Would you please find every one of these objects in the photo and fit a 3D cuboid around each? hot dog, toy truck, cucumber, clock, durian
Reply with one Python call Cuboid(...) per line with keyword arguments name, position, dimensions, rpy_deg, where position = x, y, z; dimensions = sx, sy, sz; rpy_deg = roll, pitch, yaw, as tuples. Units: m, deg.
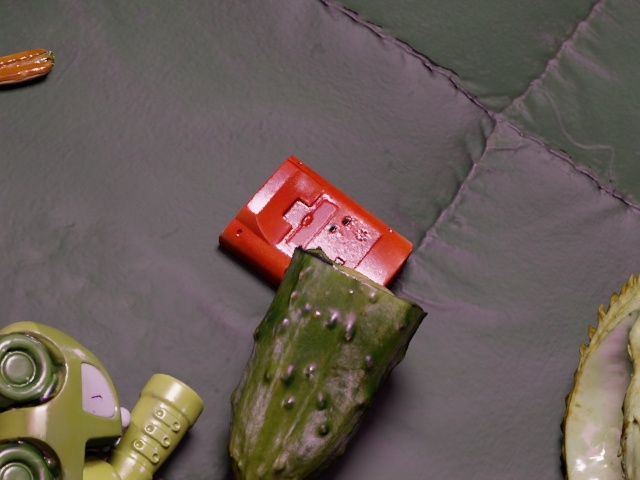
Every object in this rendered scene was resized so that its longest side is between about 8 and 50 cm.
Cuboid(name="hot dog", position=(-0.297, -0.165, 1.520), dimensions=(0.083, 0.021, 0.037), rpy_deg=(-12, 46, -11))
Cuboid(name="toy truck", position=(-0.214, 0.178, 1.306), dimensions=(0.211, 0.148, 0.187), rpy_deg=(24, 63, -20))
Cuboid(name="cucumber", position=(-0.013, 0.132, 1.355), dimensions=(0.134, 0.134, 0.244), rpy_deg=(26, 86, 4))
Cuboid(name="clock", position=(0.000, 0.000, 1.465), dimensions=(0.155, 0.061, 0.113), rpy_deg=(37, 65, 7))
Cuboid(name="durian", position=(0.304, 0.216, 1.331), dimensions=(0.163, 0.198, 0.394), rpy_deg=(7, 65, -7))
